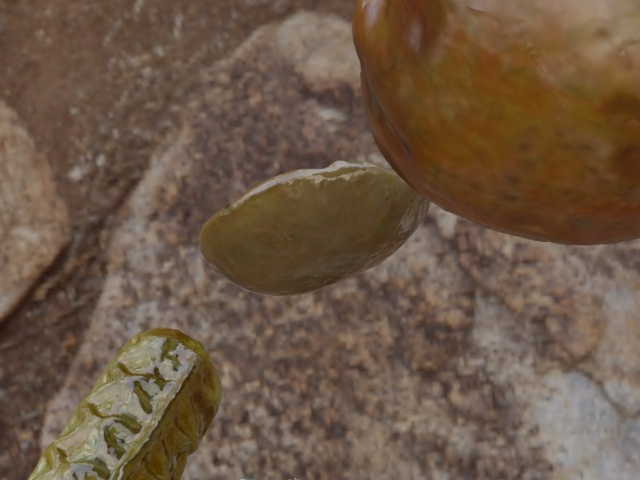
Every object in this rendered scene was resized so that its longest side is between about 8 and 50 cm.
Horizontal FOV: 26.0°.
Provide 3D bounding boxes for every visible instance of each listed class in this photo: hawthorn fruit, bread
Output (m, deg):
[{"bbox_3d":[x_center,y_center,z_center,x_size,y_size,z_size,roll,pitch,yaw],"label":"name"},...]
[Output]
[{"bbox_3d":[0.178,-0.121,0.845,0.298,0.277,0.277,28,40,5],"label":"hawthorn fruit"},{"bbox_3d":[-0.156,0.182,0.850,0.084,0.077,0.367,26,40,4],"label":"bread"}]

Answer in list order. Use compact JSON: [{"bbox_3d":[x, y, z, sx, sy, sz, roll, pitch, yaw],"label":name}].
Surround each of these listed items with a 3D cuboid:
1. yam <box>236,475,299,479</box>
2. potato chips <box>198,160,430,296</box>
[{"bbox_3d":[0.005,0.189,0.800,0.107,0.183,0.107,-12,68,31],"label":"yam"},{"bbox_3d":[-0.001,0.001,1.199,0.208,0.195,0.062,-11,65,2],"label":"potato chips"}]
